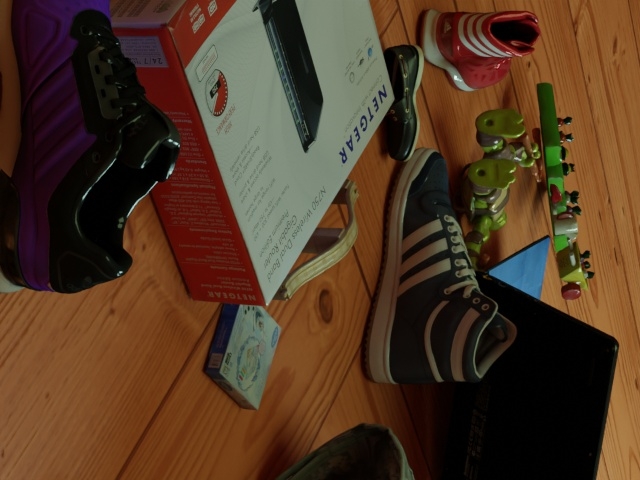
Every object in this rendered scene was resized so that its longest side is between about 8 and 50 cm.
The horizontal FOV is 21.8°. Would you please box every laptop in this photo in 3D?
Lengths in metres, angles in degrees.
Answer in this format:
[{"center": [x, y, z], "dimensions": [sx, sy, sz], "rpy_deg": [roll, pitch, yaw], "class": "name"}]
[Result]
[{"center": [0.283, 0.231, 2.033], "dimensions": [0.236, 0.408, 0.382], "rpy_deg": [-2, 107, -31], "class": "laptop"}]

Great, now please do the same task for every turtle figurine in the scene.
[{"center": [0.214, -0.075, 2.066], "dimensions": [0.217, 0.087, 0.269], "rpy_deg": [83, 32, -62], "class": "turtle figurine"}]

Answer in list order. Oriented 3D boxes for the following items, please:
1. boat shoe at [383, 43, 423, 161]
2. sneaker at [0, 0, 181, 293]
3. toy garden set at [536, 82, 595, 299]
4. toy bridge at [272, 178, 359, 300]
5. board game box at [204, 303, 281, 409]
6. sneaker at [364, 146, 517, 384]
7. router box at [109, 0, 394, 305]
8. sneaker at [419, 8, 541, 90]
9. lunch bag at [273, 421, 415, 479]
[{"center": [0.086, -0.154, 1.865], "dimensions": [0.042, 0.049, 0.133], "rpy_deg": [-7, 108, -35], "class": "boat shoe"}, {"center": [-0.168, -0.101, 1.252], "dimensions": [0.102, 0.146, 0.293], "rpy_deg": [14, 81, -63], "class": "sneaker"}, {"center": [0.332, -0.059, 2.233], "dimensions": [0.244, 0.049, 0.204], "rpy_deg": [73, 12, -55], "class": "toy garden set"}, {"center": [0.000, 0.000, 1.686], "dimensions": [0.188, 0.063, 0.026], "rpy_deg": [-57, 141, -46], "class": "toy bridge"}, {"center": [-0.074, 0.104, 1.600], "dimensions": [0.090, 0.020, 0.090], "rpy_deg": [51, 48, -52], "class": "board game box"}, {"center": [0.151, 0.032, 1.887], "dimensions": [0.099, 0.153, 0.282], "rpy_deg": [39, 59, -59], "class": "sneaker"}, {"center": [-0.057, -0.161, 1.535], "dimensions": [0.335, 0.082, 0.301], "rpy_deg": [-59, 142, -43], "class": "router box"}, {"center": [0.217, -0.227, 2.016], "dimensions": [0.221, 0.128, 0.087], "rpy_deg": [4, 90, -62], "class": "sneaker"}, {"center": [0.029, 0.353, 1.669], "dimensions": [0.287, 0.169, 0.235], "rpy_deg": [-63, 145, -31], "class": "lunch bag"}]
